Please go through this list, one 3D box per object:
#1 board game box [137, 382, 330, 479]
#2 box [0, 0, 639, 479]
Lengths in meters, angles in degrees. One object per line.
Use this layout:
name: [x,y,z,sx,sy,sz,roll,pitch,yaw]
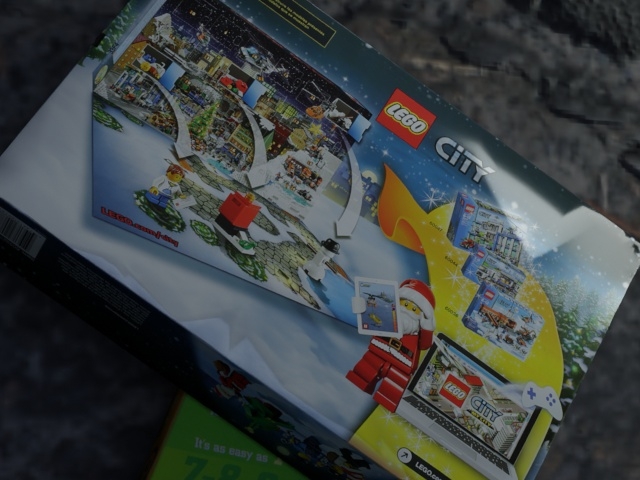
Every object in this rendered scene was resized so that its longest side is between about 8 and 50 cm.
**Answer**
board game box: [0.000,0.083,0.658,0.124,0.039,0.259,28,59,-10]
box: [0.000,0.000,0.654,0.233,0.044,0.159,36,56,-4]
